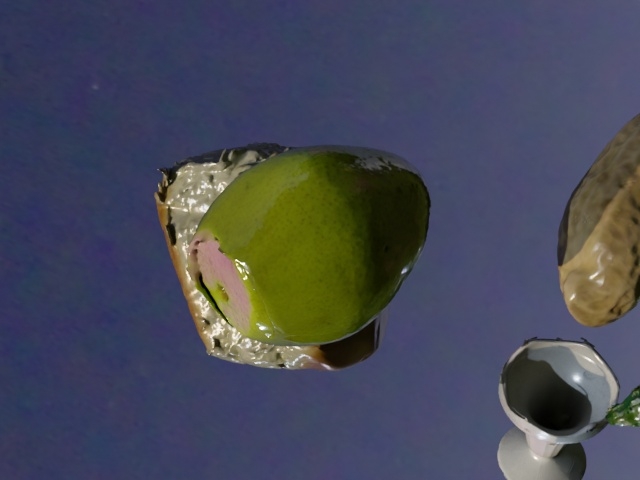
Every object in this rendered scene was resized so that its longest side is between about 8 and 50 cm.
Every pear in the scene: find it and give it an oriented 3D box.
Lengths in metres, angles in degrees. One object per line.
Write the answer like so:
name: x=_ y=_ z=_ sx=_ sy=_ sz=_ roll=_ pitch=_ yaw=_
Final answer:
pear: x=0.000 y=0.000 z=1.287 sx=0.220 sy=0.187 sz=0.187 roll=-29 pitch=-55 yaw=-30

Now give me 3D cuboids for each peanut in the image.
peanut: x=0.394 y=-0.036 z=1.803 sx=0.153 sy=0.140 sz=0.325 roll=40 pitch=-106 yaw=-40

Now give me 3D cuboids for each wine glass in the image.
wine glass: x=0.320 y=0.250 z=1.969 sx=0.165 sy=0.165 sz=0.196 roll=-40 pitch=-32 yaw=-29

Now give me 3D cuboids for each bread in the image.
bread: x=-0.034 y=0.015 z=1.655 sx=0.250 sy=0.225 sz=0.279 roll=-18 pitch=-85 yaw=-70

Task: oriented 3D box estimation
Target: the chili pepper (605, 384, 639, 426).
chili pepper: x=0.366 y=0.139 z=1.305 sx=0.059 sy=0.227 sz=0.088 roll=64 pitch=-153 yaw=-16
